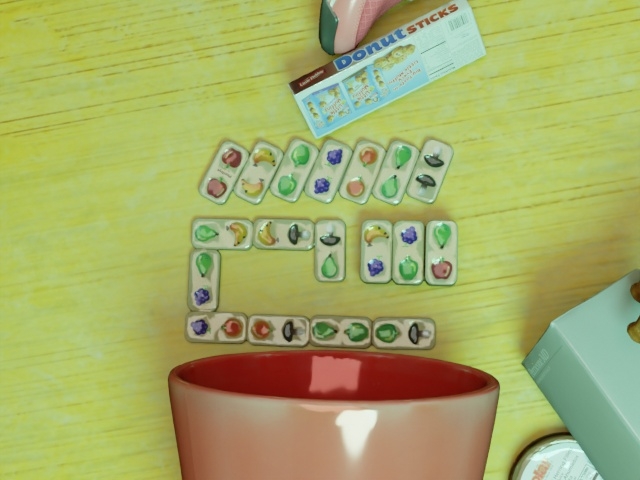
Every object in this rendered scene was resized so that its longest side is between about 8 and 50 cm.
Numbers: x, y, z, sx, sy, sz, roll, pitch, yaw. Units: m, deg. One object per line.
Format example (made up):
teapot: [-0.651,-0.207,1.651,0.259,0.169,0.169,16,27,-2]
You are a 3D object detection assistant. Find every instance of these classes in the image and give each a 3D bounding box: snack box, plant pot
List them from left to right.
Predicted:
plant pot: [0.007,0.228,1.177,0.275,0.275,0.243,2,95,5]
snack box: [0.062,-0.157,1.293,0.178,0.064,0.022,-26,49,2]

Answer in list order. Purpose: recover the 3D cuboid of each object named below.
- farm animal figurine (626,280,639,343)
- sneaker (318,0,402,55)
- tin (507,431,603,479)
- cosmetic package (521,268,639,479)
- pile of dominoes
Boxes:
farm animal figurine: [0.427,0.090,1.107,0.330,0.326,0.172,49,131,9]
sneaker: [0.117,-0.284,1.276,0.136,0.116,0.314,35,88,6]
tin: [0.256,0.243,1.251,0.189,0.040,0.106,29,83,7]
cosmetic package: [0.283,0.156,1.187,0.107,0.127,0.238,-33,73,-16]
pile of dominoes: [0.000,0.000,1.296,0.251,0.040,0.196,1,85,5]
